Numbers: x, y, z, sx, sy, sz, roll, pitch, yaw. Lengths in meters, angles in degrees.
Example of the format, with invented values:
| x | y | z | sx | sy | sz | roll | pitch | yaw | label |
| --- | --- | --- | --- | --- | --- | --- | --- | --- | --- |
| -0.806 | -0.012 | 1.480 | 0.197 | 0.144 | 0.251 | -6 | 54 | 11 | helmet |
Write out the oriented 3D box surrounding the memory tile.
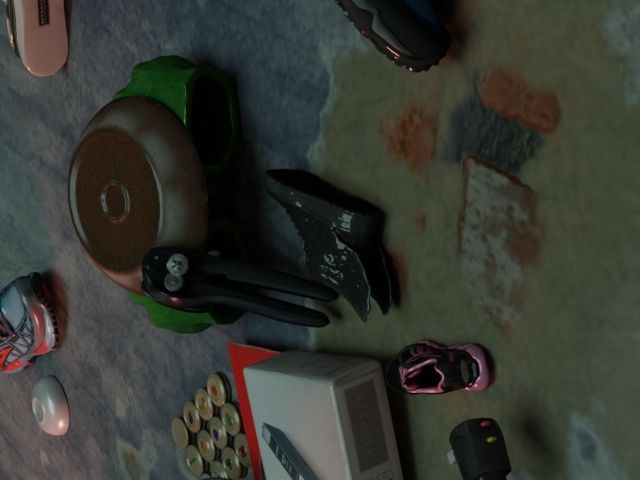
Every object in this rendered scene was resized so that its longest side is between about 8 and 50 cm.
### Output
| x | y | z | sx | sy | sz | roll | pitch | yaw | label |
| --- | --- | --- | --- | --- | --- | --- | --- | --- | --- |
| -0.117 | 0.218 | 1.419 | 0.113 | 0.012 | 0.148 | 63 | 143 | 20 | memory tile |

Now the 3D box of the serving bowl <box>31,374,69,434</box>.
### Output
| x | y | z | sx | sy | sz | roll | pitch | yaw | label |
| --- | --- | --- | --- | --- | --- | --- | --- | --- | --- |
| -0.372 | 0.227 | 1.764 | 0.083 | 0.027 | 0.083 | 23 | 120 | 50 | serving bowl |

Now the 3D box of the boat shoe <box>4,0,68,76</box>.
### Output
| x | y | z | sx | sy | sz | roll | pitch | yaw | label |
| --- | --- | --- | --- | --- | --- | --- | --- | --- | --- |
| -0.337 | -0.302 | 1.509 | 0.070 | 0.077 | 0.219 | 39 | 131 | 40 | boat shoe |

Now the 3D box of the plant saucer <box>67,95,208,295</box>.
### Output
| x | y | z | sx | sy | sz | roll | pitch | yaw | label |
| --- | --- | --- | --- | --- | --- | --- | --- | --- | --- |
| -0.189 | -0.040 | 1.260 | 0.198 | 0.036 | 0.199 | 9 | 103 | 41 | plant saucer |

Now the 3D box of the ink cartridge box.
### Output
| x | y | z | sx | sy | sz | roll | pitch | yaw | label |
| --- | --- | --- | --- | --- | --- | --- | --- | --- | --- |
| -0.016 | 0.251 | 1.229 | 0.261 | 0.066 | 0.296 | 1 | 105 | 54 | ink cartridge box |

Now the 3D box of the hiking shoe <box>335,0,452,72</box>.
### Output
| x | y | z | sx | sy | sz | roll | pitch | yaw | label |
| --- | --- | --- | --- | --- | --- | --- | --- | --- | --- |
| 0.039 | -0.275 | 0.963 | 0.132 | 0.113 | 0.304 | -24 | 98 | 16 | hiking shoe |

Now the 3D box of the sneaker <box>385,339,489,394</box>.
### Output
| x | y | z | sx | sy | sz | roll | pitch | yaw | label |
| --- | --- | --- | --- | --- | --- | --- | --- | --- | --- |
| 0.083 | 0.109 | 1.068 | 0.119 | 0.057 | 0.047 | -16 | 89 | 56 | sneaker |

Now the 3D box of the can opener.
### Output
| x | y | z | sx | sy | sz | roll | pitch | yaw | label |
| --- | --- | --- | --- | --- | --- | --- | --- | --- | --- |
| -0.077 | 0.042 | 1.199 | 0.073 | 0.186 | 0.059 | 50 | -133 | -79 | can opener |

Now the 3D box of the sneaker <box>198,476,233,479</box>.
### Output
| x | y | z | sx | sy | sz | roll | pitch | yaw | label |
| --- | --- | --- | --- | --- | --- | --- | --- | --- | --- |
| -0.084 | 0.369 | 1.203 | 0.208 | 0.127 | 0.319 | -44 | 66 | 56 | sneaker |

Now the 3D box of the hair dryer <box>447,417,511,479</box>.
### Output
| x | y | z | sx | sy | sz | roll | pitch | yaw | label |
| --- | --- | --- | --- | --- | --- | --- | --- | --- | --- |
| 0.180 | 0.288 | 0.999 | 0.294 | 0.080 | 0.224 | 59 | 159 | 31 | hair dryer |

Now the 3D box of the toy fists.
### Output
| x | y | z | sx | sy | sz | roll | pitch | yaw | label |
| --- | --- | --- | --- | --- | --- | --- | --- | --- | --- |
| -0.143 | -0.045 | 1.306 | 0.142 | 0.096 | 0.279 | 2 | 101 | 41 | toy fists |

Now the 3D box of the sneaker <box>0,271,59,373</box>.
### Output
| x | y | z | sx | sy | sz | roll | pitch | yaw | label |
| --- | --- | --- | --- | --- | --- | --- | --- | --- | --- |
| -0.437 | 0.129 | 1.738 | 0.262 | 0.125 | 0.104 | -44 | 65 | 51 | sneaker |

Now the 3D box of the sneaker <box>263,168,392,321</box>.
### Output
| x | y | z | sx | sy | sz | roll | pitch | yaw | label |
| --- | --- | --- | --- | --- | --- | --- | --- | --- | --- |
| 0.002 | 0.000 | 1.151 | 0.170 | 0.051 | 0.089 | 27 | 117 | 44 | sneaker |
